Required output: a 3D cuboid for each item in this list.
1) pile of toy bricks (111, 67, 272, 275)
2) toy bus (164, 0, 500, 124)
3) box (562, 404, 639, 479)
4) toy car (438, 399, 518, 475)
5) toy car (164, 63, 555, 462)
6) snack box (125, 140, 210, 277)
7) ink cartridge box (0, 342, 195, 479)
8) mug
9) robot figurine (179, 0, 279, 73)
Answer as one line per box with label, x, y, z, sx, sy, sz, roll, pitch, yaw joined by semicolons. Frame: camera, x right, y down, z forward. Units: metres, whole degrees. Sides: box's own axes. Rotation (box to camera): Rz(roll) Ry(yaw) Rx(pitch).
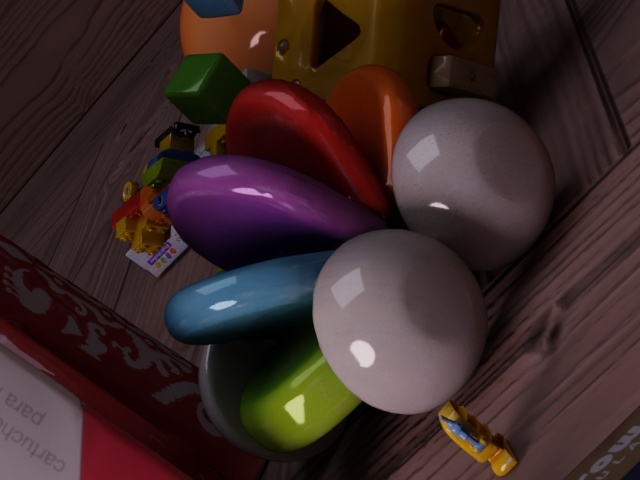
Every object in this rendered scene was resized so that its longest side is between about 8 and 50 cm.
pile of toy bricks;-0.044;-0.006;0.938;0.212;0.118;0.105;-33;53;57
toy bus;0.037;-0.087;0.817;0.104;0.202;0.191;4;44;44
box;0.114;0.054;0.357;0.136;0.036;0.225;-40;10;-16
toy car;0.032;0.102;0.538;0.060;0.040;0.122;-45;16;23
toy car;0.000;0.000;0.698;0.159;0.136;0.182;-30;26;55
snack box;-0.093;-0.046;1.310;0.141;0.037;0.100;-43;15;31
ink cartridge box;-0.181;0.191;0.605;0.306;0.226;0.131;-59;14;-23
mug;-0.112;0.075;0.794;0.150;0.169;0.113;-35;20;49
robot figurine;-0.011;-0.144;1.035;0.219;0.128;0.158;-50;-27;-62
